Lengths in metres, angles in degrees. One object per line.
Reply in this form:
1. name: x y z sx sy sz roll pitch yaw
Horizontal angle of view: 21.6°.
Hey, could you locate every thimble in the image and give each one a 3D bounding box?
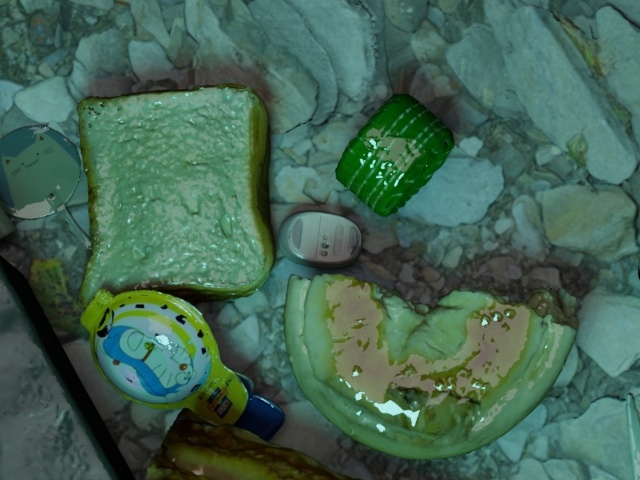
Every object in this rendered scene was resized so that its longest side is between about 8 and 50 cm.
1. thimble: 0.081 -0.094 1.879 0.090 0.118 0.130 41 109 7

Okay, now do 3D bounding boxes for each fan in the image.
1. fan: -0.316 -0.056 1.945 0.113 0.005 0.175 -38 78 -6

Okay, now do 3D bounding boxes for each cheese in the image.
1. cheese: -0.152 0.142 1.836 0.250 0.064 0.156 35 121 -4

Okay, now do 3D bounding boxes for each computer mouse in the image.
1. computer mouse: -0.001 0.000 1.899 0.096 0.039 0.066 8 78 -3

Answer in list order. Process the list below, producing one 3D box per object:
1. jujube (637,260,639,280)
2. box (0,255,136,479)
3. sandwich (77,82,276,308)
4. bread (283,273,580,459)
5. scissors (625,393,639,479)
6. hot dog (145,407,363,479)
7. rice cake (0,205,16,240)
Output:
1. jujube: 0.492 0.101 1.773 0.342 0.216 0.216 42 82 19
2. box: -0.370 0.208 1.784 0.251 0.204 0.345 -29 77 -4
3. sandwich: -0.166 -0.049 1.895 0.226 0.087 0.251 -4 78 0
4. bread: 0.117 0.140 1.792 0.314 0.171 0.192 1 79 4
5. scissors: 0.358 0.293 1.823 0.144 0.017 0.247 10 76 5
6. hot dog: -0.014 0.342 1.674 0.365 0.367 0.196 15 113 4
7. rice cake: -0.429 -0.095 1.883 0.057 0.052 0.256 -25 107 21
